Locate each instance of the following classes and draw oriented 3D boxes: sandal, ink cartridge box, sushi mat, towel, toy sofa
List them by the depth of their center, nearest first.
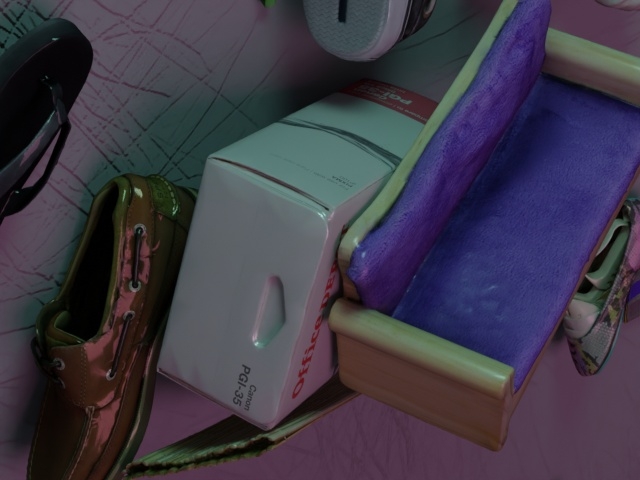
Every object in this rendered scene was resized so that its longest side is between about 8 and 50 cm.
[{"bbox_3d":[-0.232,-0.047,1.055,0.254,0.054,0.097,-59,162,16],"label":"sandal"},{"bbox_3d":[0.156,-0.029,1.160,0.362,0.150,0.177,-56,159,-31],"label":"toy sofa"},{"bbox_3d":[0.000,0.000,1.191,0.283,0.117,0.207,-33,144,-57],"label":"ink cartridge box"},{"bbox_3d":[-0.035,0.153,1.270,0.316,0.151,0.019,-18,93,-63],"label":"sushi mat"},{"bbox_3d":[0.399,0.061,1.758,0.060,0.009,0.083,-22,132,-28],"label":"towel"}]

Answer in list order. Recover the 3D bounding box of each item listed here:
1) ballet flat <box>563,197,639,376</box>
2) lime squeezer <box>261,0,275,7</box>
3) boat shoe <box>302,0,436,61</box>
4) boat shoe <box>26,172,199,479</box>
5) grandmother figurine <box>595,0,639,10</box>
[{"bbox_3d":[0.322,0.049,1.642,0.079,0.077,0.221,15,105,-27],"label":"ballet flat"},{"bbox_3d":[-0.085,-0.278,1.033,0.110,0.059,0.310,-53,140,3],"label":"lime squeezer"},{"bbox_3d":[0.059,-0.309,1.113,0.119,0.121,0.335,-31,140,-54],"label":"boat shoe"},{"bbox_3d":[-0.192,0.086,1.181,0.104,0.111,0.307,16,98,-45],"label":"boat shoe"},{"bbox_3d":[0.222,-0.315,1.252,0.208,0.104,0.342,-44,137,6],"label":"grandmother figurine"}]
